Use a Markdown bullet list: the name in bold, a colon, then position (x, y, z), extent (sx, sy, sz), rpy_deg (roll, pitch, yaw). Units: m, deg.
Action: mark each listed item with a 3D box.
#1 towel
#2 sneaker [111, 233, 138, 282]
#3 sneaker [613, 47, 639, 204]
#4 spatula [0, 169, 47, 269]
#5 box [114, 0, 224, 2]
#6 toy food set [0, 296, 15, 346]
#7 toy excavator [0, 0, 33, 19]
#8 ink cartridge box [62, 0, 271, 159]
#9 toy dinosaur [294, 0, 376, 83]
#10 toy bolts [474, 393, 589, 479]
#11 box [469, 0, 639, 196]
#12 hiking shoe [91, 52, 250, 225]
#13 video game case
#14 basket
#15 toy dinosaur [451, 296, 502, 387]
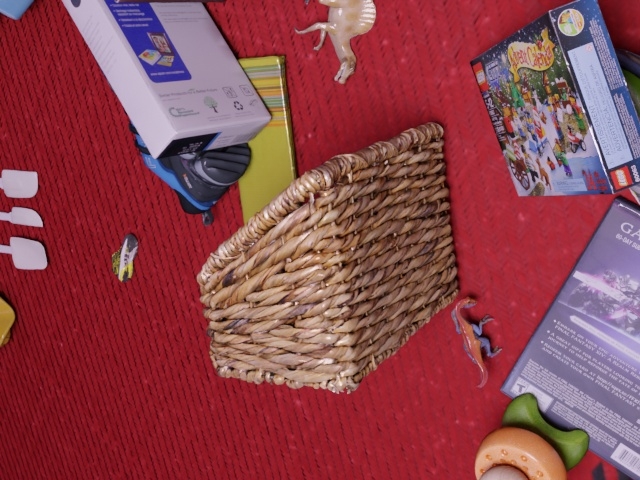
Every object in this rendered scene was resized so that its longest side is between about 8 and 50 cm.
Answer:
- **towel**: position (-0.074, -0.121, 1.065), extent (0.102, 0.021, 0.237), rpy_deg (4, 108, 36)
- **sneaker**: position (-0.306, 0.025, 1.243), extent (0.035, 0.031, 0.083), rpy_deg (28, 118, 22)
- **sneaker**: position (0.336, -0.063, 0.754), extent (0.111, 0.121, 0.300), rpy_deg (-45, 80, 17)
- **spatula**: position (-0.560, -0.039, 1.387), extent (0.241, 0.019, 0.168), rpy_deg (5, 108, 30)
- **box**: position (-0.164, -0.389, 0.921), extent (0.167, 0.203, 0.169), rpy_deg (-36, 85, 34)
- **toy food set**: position (-0.631, 0.128, 1.462), extent (0.217, 0.071, 0.128), rpy_deg (28, 94, 19)
- **toy excavator**: position (-0.556, -0.338, 1.137), extent (0.445, 0.433, 0.222), rpy_deg (-45, 70, 7)
- **ink cartridge box**: position (-0.209, -0.261, 1.001), extent (0.065, 0.165, 0.333), rpy_deg (-38, 77, 41)
- **toy dinosaur**: position (0.022, -0.281, 0.945), extent (0.092, 0.053, 0.183), rpy_deg (15, 121, 11)
- **toy bolts**: position (0.257, 0.328, 0.899), extent (0.228, 0.158, 0.218), rpy_deg (32, 128, 20)
- **box**: position (0.219, -0.123, 0.768), extent (0.044, 0.233, 0.159), rpy_deg (-22, 94, -4)
- **hiking shoe**: position (-0.228, -0.166, 1.088), extent (0.304, 0.113, 0.132), rpy_deg (53, 134, 14)
- **video game case**: position (0.342, 0.115, 0.879), extent (0.196, 0.026, 0.274), rpy_deg (33, 119, 19)
- **basket**: position (0.000, 0.000, 0.887), extent (0.213, 0.299, 0.223), rpy_deg (2, 108, 33)
- **toy dinosaur**: position (0.183, 0.110, 0.952), extent (0.047, 0.090, 0.082), rpy_deg (-26, 123, 20)
